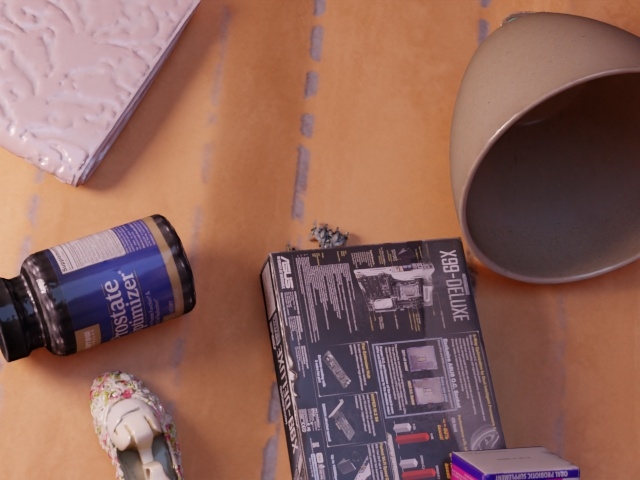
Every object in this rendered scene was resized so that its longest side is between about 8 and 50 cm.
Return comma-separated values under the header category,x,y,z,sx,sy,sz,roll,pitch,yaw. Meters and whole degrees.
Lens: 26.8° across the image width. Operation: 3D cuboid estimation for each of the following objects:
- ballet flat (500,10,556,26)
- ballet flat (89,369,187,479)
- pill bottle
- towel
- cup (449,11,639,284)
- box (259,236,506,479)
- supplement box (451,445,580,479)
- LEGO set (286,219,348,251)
category,x,y,z,sx,sy,sz,roll,pitch,yaw
ballet flat,0.341,-0.270,1.827,0.206,0.073,0.067,19,38,-7
ballet flat,-0.186,0.243,1.479,0.091,0.077,0.241,-20,73,-19
pill bottle,-0.262,0.058,1.516,0.219,0.123,0.122,-19,73,-19
towel,-0.360,-0.264,1.670,0.332,0.053,0.317,30,64,1
cup,0.294,-0.144,1.646,0.331,0.331,0.237,-4,44,-14
box,0.072,0.155,1.573,0.242,0.076,0.307,-5,69,-15
supplement box,0.210,0.345,1.462,0.111,0.114,0.220,-2,94,-13
LEGO set,0.000,0.003,1.650,0.083,0.023,0.054,-40,81,-24
